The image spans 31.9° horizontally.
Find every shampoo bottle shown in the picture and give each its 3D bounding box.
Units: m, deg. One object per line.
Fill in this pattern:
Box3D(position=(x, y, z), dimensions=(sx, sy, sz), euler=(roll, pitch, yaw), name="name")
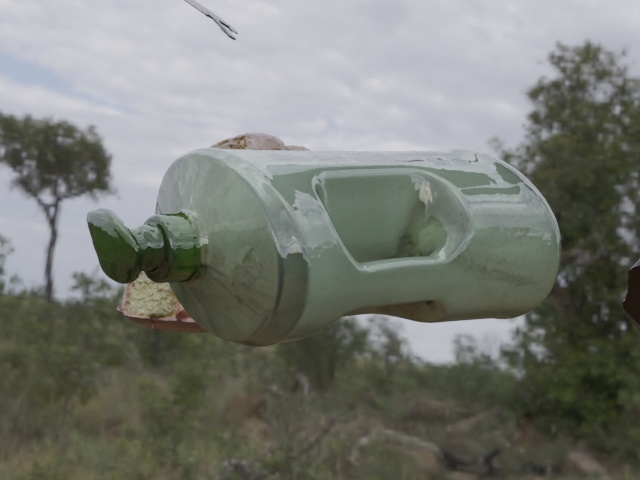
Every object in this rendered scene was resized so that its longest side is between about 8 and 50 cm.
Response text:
Box3D(position=(0.000, 0.000, 0.553), dimensions=(0.234, 0.087, 0.118), euler=(-3, 28, -38), name="shampoo bottle")

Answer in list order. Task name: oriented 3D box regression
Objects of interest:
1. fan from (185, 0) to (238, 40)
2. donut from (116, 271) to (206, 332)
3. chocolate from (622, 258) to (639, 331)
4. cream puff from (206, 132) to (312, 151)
Box3D(position=(-0.097, -0.190, 0.937), dimensions=(0.085, 0.005, 0.133), euler=(26, 12, -36), name="fan")
Box3D(position=(-0.119, 0.060, 1.180), dimensions=(0.166, 0.065, 0.117), euler=(-6, -17, 23), name="donut")
Box3D(position=(0.630, 0.089, 1.467), dimensions=(0.326, 0.314, 0.297), euler=(48, -6, -38), name="chocolate")
Box3D(position=(-0.054, -0.015, 0.953), dimensions=(0.165, 0.150, 0.115), euler=(-2, 30, -2), name="cream puff")
